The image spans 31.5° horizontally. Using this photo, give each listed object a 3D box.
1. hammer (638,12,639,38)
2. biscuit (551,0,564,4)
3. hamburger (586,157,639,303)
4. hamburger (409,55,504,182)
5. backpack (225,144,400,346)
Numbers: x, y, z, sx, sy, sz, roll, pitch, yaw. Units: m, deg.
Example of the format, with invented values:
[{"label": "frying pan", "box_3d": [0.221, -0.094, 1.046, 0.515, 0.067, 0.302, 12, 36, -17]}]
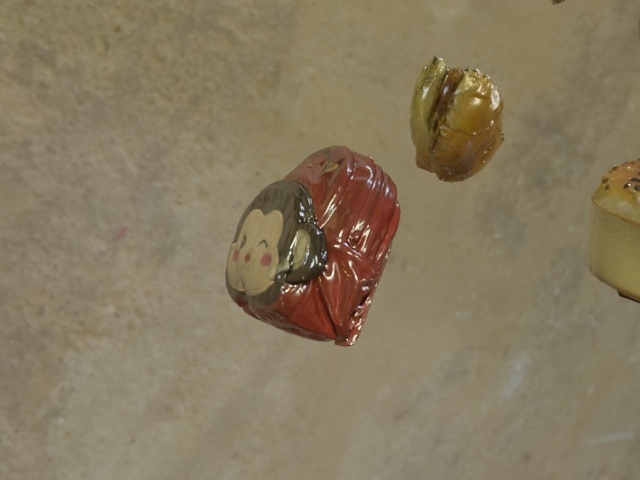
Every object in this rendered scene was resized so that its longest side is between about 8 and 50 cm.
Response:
[{"label": "hammer", "box_3d": [0.393, -0.198, 0.937, 0.305, 0.202, 0.113, -46, 174, -43]}, {"label": "biscuit", "box_3d": [0.235, -0.288, 1.156, 0.019, 0.130, 0.119, -13, 136, 10]}, {"label": "hamburger", "box_3d": [0.455, -0.002, 1.310, 0.300, 0.300, 0.176, -1, 114, -45]}, {"label": "hamburger", "box_3d": [0.195, -0.158, 1.637, 0.262, 0.124, 0.131, 66, 45, -67]}, {"label": "backpack", "box_3d": [-0.002, -0.001, 1.236, 0.139, 0.229, 0.229, 30, 92, -26]}]
